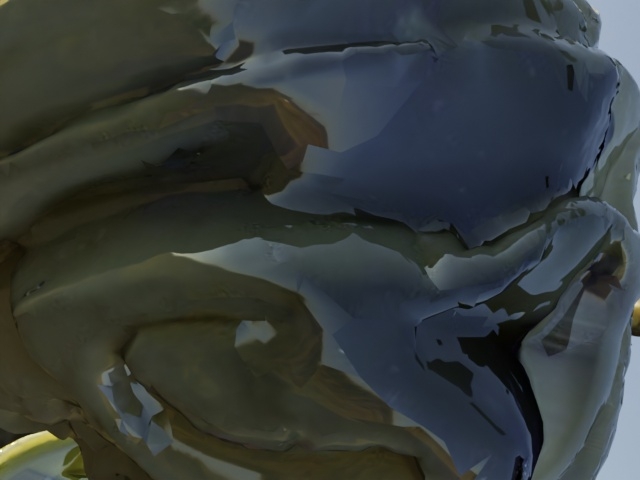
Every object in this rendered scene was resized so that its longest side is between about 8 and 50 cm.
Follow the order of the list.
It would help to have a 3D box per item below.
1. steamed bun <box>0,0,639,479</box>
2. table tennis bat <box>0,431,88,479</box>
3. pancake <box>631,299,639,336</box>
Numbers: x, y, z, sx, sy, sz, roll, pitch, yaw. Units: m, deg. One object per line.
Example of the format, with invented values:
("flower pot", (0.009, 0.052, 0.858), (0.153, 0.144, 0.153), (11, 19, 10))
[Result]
("steamed bun", (0.000, 0.000, 0.464), (0.320, 0.275, 0.206), (25, -7, -24))
("table tennis bat", (-0.224, 0.205, 1.108), (0.054, 0.369, 0.224), (39, -5, 26))
("pancake", (0.365, 0.051, 1.144), (0.294, 0.294, 0.050), (-144, -125, -71))
